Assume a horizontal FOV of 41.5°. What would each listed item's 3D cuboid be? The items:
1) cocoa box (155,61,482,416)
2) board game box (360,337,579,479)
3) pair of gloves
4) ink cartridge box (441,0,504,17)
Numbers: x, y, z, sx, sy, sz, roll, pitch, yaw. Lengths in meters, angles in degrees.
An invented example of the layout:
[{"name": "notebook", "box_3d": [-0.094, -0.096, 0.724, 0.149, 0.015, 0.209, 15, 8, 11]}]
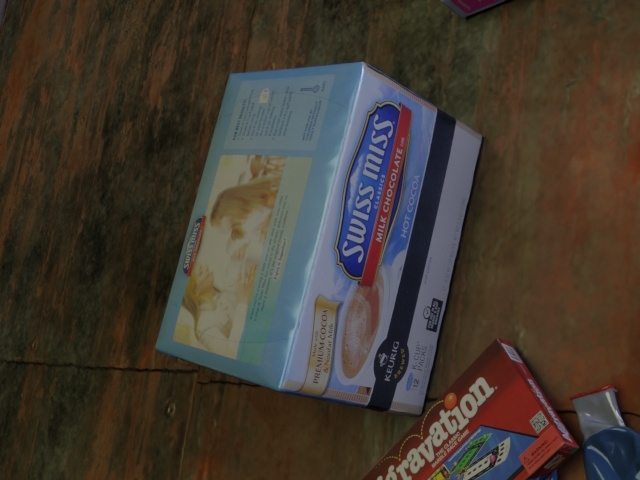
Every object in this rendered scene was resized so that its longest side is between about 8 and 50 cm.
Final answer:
[{"name": "cocoa box", "box_3d": [0.000, 0.000, 0.972, 0.231, 0.228, 0.347, 7, 80, 46]}, {"name": "board game box", "box_3d": [0.129, 0.247, 0.875, 0.281, 0.027, 0.145, -52, 35, 21]}, {"name": "pair of gloves", "box_3d": [0.242, 0.229, 0.802, 0.198, 0.023, 0.159, -31, 57, 34]}, {"name": "ink cartridge box", "box_3d": [0.278, -0.395, 0.967, 0.311, 0.065, 0.185, -14, 65, 43]}]
